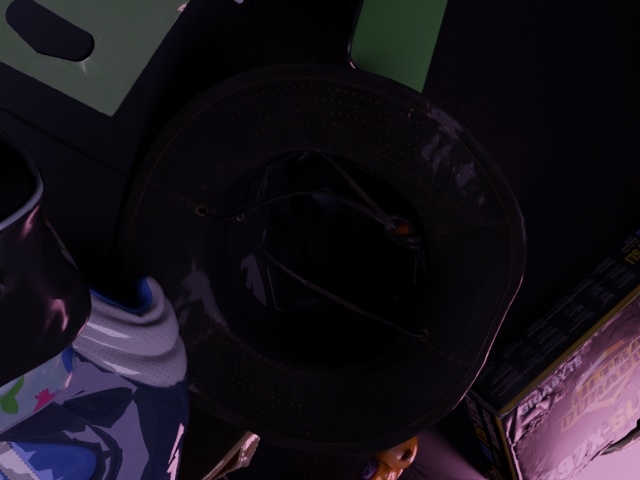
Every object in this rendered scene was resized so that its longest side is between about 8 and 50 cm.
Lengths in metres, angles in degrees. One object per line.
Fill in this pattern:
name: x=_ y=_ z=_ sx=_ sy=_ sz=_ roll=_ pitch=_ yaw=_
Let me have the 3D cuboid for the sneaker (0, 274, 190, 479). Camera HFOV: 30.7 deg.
sneaker: x=-0.252 y=0.111 z=0.822 sx=0.323 sy=0.130 sz=0.236 roll=0 pitch=94 yaw=-18

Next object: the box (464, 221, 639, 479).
box: x=0.325 y=0.158 z=1.415 sx=0.322 sy=0.079 sz=0.257 roll=-38 pitch=141 yaw=-15

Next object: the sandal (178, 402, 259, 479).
sandal: x=-0.075 y=0.170 z=1.034 sx=0.240 sy=0.088 sz=0.079 roll=-46 pitch=135 yaw=-13

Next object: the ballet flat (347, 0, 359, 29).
ballet flat: x=0.035 y=-0.212 z=0.872 sx=0.250 sy=0.058 sz=0.084 roll=75 pitch=35 yaw=-51

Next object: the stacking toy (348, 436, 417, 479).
stacking toy: x=0.014 y=0.318 z=1.202 sx=0.166 sy=0.175 sz=0.302 roll=41 pitch=73 yaw=-28

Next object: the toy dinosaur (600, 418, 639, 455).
toy dinosaur: x=0.474 y=0.245 z=1.640 sx=0.268 sy=0.064 sz=0.118 roll=-11 pitch=134 yaw=-34

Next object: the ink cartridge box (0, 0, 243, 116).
ink cartridge box: x=-0.115 y=-0.195 z=0.737 sx=0.171 sy=0.056 sz=0.235 roll=26 pitch=99 yaw=-51

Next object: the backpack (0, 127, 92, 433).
backpack: x=-0.262 y=0.014 z=0.607 sx=0.225 sy=0.253 sz=0.191 roll=-34 pitch=143 yaw=-24

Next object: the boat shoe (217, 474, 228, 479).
boat shoe: x=-0.176 y=0.360 z=1.058 sx=0.342 sy=0.123 sz=0.123 roll=-52 pitch=141 yaw=2

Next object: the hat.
hat: x=0.000 y=0.000 z=0.919 sx=0.134 sy=0.331 sz=0.331 roll=-73 pitch=177 yaw=-62

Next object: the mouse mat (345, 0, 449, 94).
mouse mat: x=0.065 y=-0.176 z=0.877 sx=0.190 sy=0.007 sz=0.152 roll=36 pitch=69 yaw=-69
